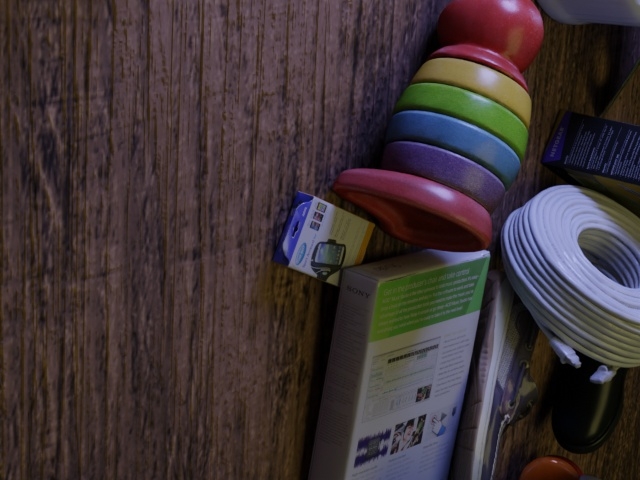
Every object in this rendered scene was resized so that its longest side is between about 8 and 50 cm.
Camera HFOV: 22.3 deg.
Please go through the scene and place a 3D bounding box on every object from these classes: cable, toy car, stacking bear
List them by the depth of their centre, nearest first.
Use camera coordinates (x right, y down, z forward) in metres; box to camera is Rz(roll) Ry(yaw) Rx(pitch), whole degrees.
[{"bbox_3d":[0.158,-0.148,1.789,0.175,0.164,0.289,36,70,-51],"label":"stacking bear"},{"bbox_3d":[0.340,0.040,2.000,0.257,0.257,0.089,-14,148,-47],"label":"cable"},{"bbox_3d":[0.322,0.367,2.207,0.136,0.159,0.182,-88,161,-48],"label":"toy car"}]

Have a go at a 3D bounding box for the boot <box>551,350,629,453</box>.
[{"bbox_3d":[0.358,0.135,2.177,0.246,0.094,0.207,-61,145,-25],"label":"boot"}]

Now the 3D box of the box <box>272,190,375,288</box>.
[{"bbox_3d":[0.000,0.000,1.745,0.136,0.028,0.081,24,86,-50],"label":"box"}]

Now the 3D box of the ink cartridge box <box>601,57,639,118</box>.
[{"bbox_3d":[0.493,-0.259,2.131,0.255,0.097,0.189,-50,172,-26],"label":"ink cartridge box"}]

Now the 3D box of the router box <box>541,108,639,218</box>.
[{"bbox_3d":[0.467,-0.063,2.121,0.309,0.243,0.081,28,81,-51],"label":"router box"}]

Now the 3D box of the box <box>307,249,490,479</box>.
[{"bbox_3d":[0.089,0.172,1.875,0.232,0.058,0.322,-11,117,-52],"label":"box"}]

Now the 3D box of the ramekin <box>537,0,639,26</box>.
[{"bbox_3d":[0.379,-0.392,1.976,0.277,0.135,0.277,-21,119,-45],"label":"ramekin"}]

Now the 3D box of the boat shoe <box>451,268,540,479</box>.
[{"bbox_3d":[0.223,0.180,1.981,0.092,0.103,0.285,12,76,-11],"label":"boat shoe"}]

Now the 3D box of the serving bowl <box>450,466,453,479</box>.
[{"bbox_3d":[0.193,0.292,2.090,0.083,0.027,0.083,-23,121,-45],"label":"serving bowl"}]
